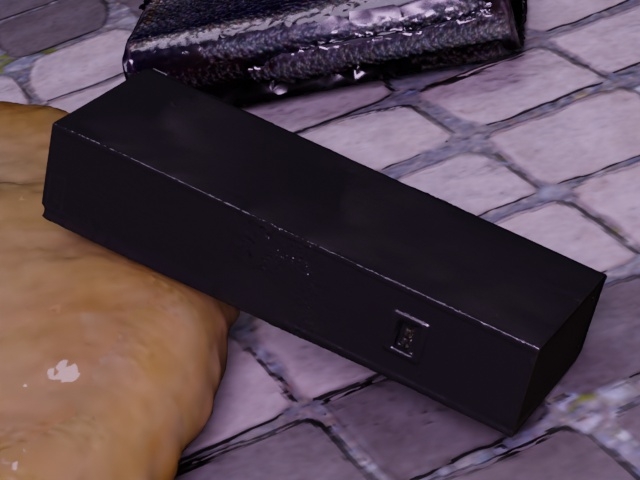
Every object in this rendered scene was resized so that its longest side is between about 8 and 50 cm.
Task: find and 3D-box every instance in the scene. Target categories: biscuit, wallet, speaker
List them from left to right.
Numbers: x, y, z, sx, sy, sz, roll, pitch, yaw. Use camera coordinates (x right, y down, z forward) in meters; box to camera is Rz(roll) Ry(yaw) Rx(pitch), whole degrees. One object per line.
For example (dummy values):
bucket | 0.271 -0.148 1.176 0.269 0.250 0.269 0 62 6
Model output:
biscuit | -0.254 0.060 0.819 0.446 0.104 0.429 -14 28 1
speaker | 0.000 0.000 0.777 0.218 0.044 0.082 24 31 16
wallet | 0.012 -0.150 1.137 0.221 0.071 0.262 -13 24 12
